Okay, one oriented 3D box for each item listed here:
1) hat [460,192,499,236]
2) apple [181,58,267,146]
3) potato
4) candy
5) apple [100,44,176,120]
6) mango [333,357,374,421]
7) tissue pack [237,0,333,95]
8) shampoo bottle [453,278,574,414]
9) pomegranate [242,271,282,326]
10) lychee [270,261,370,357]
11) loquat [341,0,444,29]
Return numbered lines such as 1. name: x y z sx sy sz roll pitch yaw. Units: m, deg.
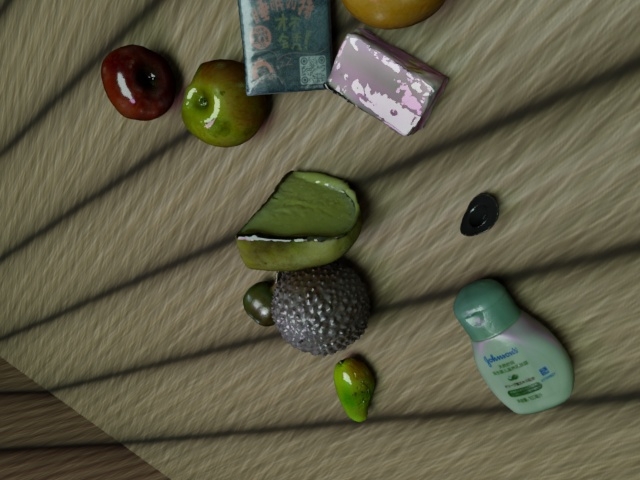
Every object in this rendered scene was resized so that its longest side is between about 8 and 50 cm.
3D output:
1. hat: 0.398 -0.054 1.287 0.050 0.121 0.121 21 133 -27
2. apple: -0.279 -0.382 1.458 0.246 0.226 0.246 11 114 27
3. potato: -0.023 -0.014 1.437 0.280 0.330 0.212 12 135 20
4. candy: 0.156 -0.380 1.255 0.265 0.116 0.155 36 125 14
5. apple: -0.557 -0.476 1.601 0.234 0.234 0.234 13 118 27
6. mango: 0.114 0.480 1.680 0.125 0.111 0.233 -1 112 37
7. tissue pack: -0.086 -0.527 1.289 0.228 0.103 0.315 -6 113 -7
8. shampoo bottle: 0.475 0.256 1.327 0.222 0.151 0.349 -33 91 40
9. pomegranate: -0.164 0.184 1.718 0.152 0.131 0.191 39 104 18
10. lychee: 0.006 0.195 1.512 0.300 0.300 0.300 13 118 27
11. loquat: 0.152 -0.574 1.082 0.263 0.263 0.263 13 118 27
